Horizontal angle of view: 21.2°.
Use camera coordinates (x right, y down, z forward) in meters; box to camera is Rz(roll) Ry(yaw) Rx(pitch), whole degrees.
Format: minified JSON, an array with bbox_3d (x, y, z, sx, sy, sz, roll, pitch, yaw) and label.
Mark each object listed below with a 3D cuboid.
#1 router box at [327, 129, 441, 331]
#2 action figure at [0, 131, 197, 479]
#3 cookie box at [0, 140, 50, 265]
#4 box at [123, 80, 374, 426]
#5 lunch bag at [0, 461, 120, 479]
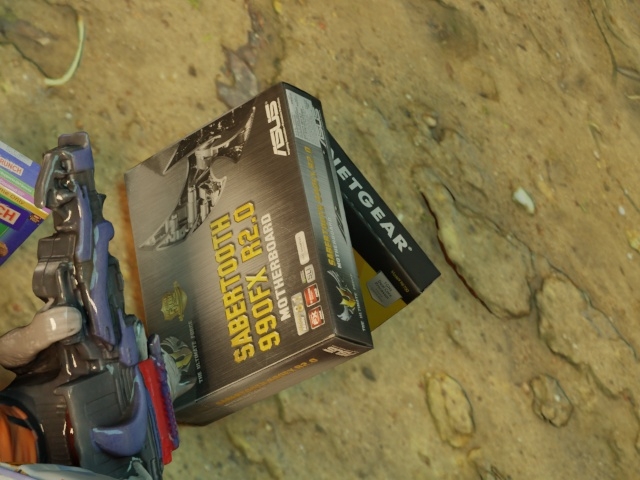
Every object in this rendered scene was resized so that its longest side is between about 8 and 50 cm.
[{"bbox_3d":[0.000,0.000,1.487,0.179,0.133,0.046,51,38,1],"label":"router box"},{"bbox_3d":[-0.233,0.099,1.224,0.330,0.179,0.341,-5,91,-45],"label":"action figure"},{"bbox_3d":[-0.263,-0.032,1.323,0.092,0.107,0.040,33,48,-16],"label":"cookie box"},{"bbox_3d":[-0.064,0.012,1.394,0.056,0.183,0.231,22,50,-50],"label":"box"},{"bbox_3d":[-0.136,0.273,1.045,0.115,0.303,0.243,26,78,-61],"label":"lunch bag"}]
